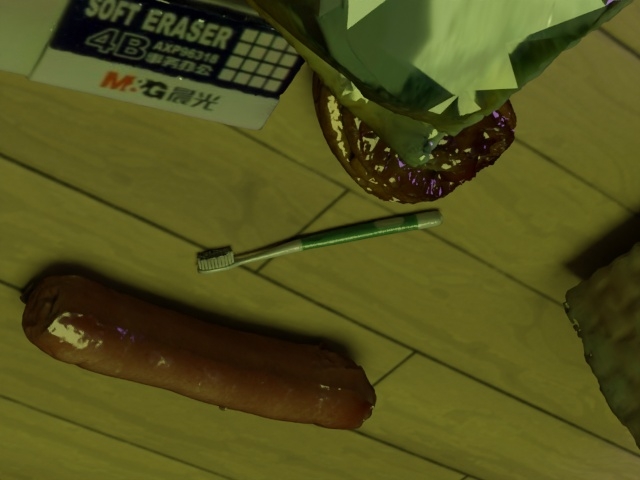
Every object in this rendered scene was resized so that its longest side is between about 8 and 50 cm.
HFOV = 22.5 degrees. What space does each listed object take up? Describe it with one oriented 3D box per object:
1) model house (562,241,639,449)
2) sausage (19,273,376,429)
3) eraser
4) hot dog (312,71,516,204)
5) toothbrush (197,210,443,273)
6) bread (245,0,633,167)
[{"bbox_3d":[0.578,0.136,1.708,0.400,0.395,0.445,-42,142,23],"label":"model house"},{"bbox_3d":[-0.117,0.123,1.677,0.419,0.094,0.094,18,143,-33],"label":"sausage"},{"bbox_3d":[-0.157,-0.183,1.331,0.287,0.086,0.130,10,133,-28],"label":"eraser"},{"bbox_3d":[0.091,-0.116,1.483,0.160,0.099,0.227,-36,138,21],"label":"hot dog"},{"bbox_3d":[0.000,0.000,1.635,0.257,0.018,0.024,-10,132,-6],"label":"toothbrush"},{"bbox_3d":[0.135,-0.244,1.184,0.395,0.264,0.239,-40,104,16],"label":"bread"}]
